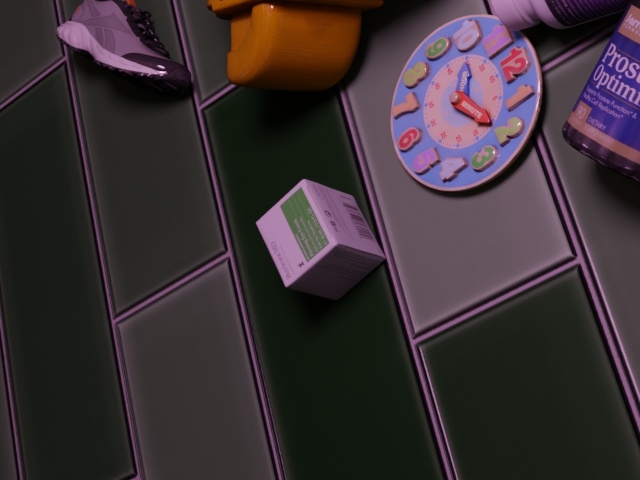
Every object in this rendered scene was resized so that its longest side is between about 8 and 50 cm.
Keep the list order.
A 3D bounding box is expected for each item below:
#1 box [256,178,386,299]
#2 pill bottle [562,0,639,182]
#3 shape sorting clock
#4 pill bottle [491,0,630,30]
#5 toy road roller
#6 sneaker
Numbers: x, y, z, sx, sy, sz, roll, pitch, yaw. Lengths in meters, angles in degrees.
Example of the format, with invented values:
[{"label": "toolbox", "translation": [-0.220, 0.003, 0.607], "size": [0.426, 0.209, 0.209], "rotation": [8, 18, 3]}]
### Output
[{"label": "box", "translation": [0.000, 0.000, 1.496], "size": [0.087, 0.102, 0.101], "rotation": [-42, 57, 24]}, {"label": "pill bottle", "translation": [0.336, -0.171, 1.245], "size": [0.123, 0.122, 0.219], "rotation": [39, 111, 39]}, {"label": "shape sorting clock", "translation": [0.160, -0.157, 1.452], "size": [0.206, 0.040, 0.206], "rotation": [-12, 70, 36]}, {"label": "pill bottle", "translation": [0.279, -0.285, 1.349], "size": [0.193, 0.108, 0.108], "rotation": [-14, 69, 35]}, {"label": "toy road roller", "translation": [-0.007, -0.303, 1.508], "size": [0.329, 0.202, 0.241], "rotation": [1, 93, 57]}, {"label": "sneaker", "translation": [-0.269, -0.281, 1.795], "size": [0.271, 0.100, 0.108], "rotation": [34, 94, 40]}]
